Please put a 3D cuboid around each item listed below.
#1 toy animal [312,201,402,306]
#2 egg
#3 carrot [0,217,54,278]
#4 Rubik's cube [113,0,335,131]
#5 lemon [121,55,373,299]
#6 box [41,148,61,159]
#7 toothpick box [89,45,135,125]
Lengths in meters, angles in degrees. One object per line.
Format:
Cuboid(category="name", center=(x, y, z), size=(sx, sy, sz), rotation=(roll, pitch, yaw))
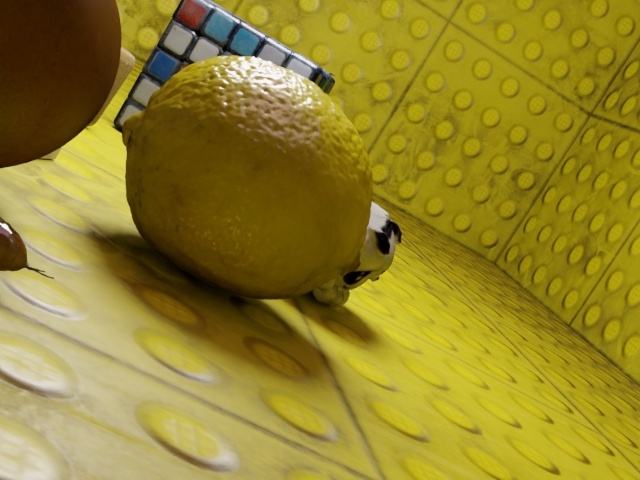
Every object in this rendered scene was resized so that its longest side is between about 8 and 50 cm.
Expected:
Cuboid(category="toy animal", center=(0.000, 0.000, 1.393), size=(0.204, 0.156, 0.208), rotation=(34, 16, 6))
Cuboid(category="egg", center=(-0.357, -0.217, 0.941), size=(0.351, 0.282, 0.282), rotation=(24, 6, 18))
Cuboid(category="carrot", center=(-0.334, -0.047, 0.779), size=(0.298, 0.078, 0.078), rotation=(35, 8, 4))
Cuboid(category="Rubik's cube", center=(-0.171, -0.266, 1.873), size=(0.287, 0.293, 0.292), rotation=(32, 10, 4))
Cuboid(category="lemon", center=(-0.076, -0.068, 1.137), size=(0.322, 0.268, 0.268), rotation=(25, 10, -18))
Cuboid(category="box", center=(-0.401, -0.157, 1.226), size=(0.130, 0.051, 0.129), rotation=(32, 9, 8))
Cuboid(category="toothpick box", center=(-0.445, -0.302, 1.505), size=(0.187, 0.190, 0.308), rotation=(35, 3, 21))
